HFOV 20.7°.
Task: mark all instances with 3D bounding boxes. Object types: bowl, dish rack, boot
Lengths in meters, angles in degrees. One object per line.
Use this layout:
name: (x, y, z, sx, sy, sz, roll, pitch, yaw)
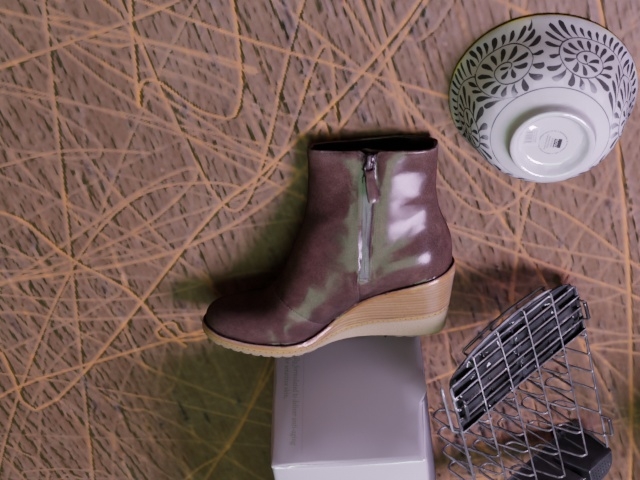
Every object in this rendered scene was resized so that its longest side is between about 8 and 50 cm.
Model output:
bowl: (0.200, -0.107, 1.540, 0.170, 0.080, 0.170, -1, 130, -1)
dish rack: (0.195, 0.177, 1.730, 0.074, 0.208, 0.271, 21, 138, 44)
boot: (0.000, 0.000, 1.649, 0.248, 0.090, 0.207, -5, 119, 5)

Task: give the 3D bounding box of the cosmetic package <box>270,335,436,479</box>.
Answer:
cosmetic package: (0.046, 0.278, 1.799, 0.155, 0.197, 0.365, -5, 129, 5)
